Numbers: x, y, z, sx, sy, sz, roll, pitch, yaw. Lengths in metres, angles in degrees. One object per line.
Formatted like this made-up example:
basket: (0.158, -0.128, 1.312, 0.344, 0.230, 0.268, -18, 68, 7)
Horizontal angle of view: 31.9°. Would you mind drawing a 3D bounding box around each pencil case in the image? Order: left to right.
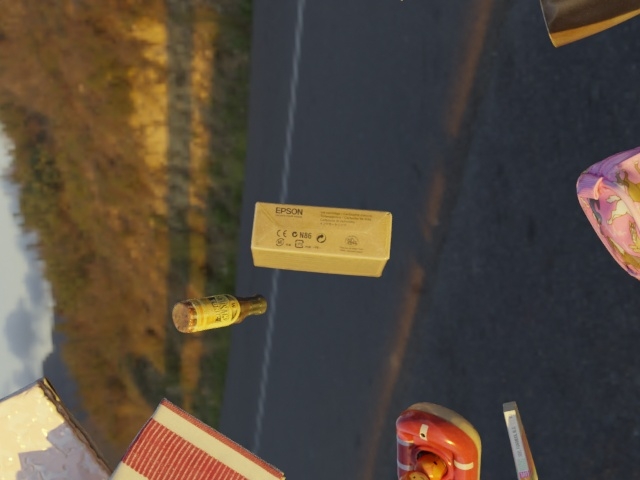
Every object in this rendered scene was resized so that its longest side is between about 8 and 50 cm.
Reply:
pencil case: (0.509, -0.102, 1.375, 0.167, 0.386, 0.160, 58, 175, 19)

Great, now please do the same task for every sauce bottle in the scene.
sauce bottle: (-0.124, 0.087, 1.403, 0.042, 0.128, 0.042, 11, 105, 45)

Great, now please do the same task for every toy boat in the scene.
toy boat: (0.183, 0.392, 1.912, 0.151, 0.151, 0.231, -44, -39, -43)

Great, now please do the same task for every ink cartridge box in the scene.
ink cartridge box: (0.000, 0.000, 1.955, 0.193, 0.235, 0.088, 103, 172, -80)

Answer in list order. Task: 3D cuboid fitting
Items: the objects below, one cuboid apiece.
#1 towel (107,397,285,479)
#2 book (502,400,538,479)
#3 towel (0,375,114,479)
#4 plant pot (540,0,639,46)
towel: (-0.233, 0.438, 1.698, 0.329, 0.237, 0.037, -57, -8, -12)
book: (0.348, 0.360, 1.955, 0.096, 0.035, 0.144, -4, -99, -80)
towel: (-0.518, 0.422, 1.927, 0.331, 0.317, 0.053, 59, -169, -19)
plant pot: (0.467, -0.436, 1.767, 0.215, 0.231, 0.215, -9, -90, -70)
